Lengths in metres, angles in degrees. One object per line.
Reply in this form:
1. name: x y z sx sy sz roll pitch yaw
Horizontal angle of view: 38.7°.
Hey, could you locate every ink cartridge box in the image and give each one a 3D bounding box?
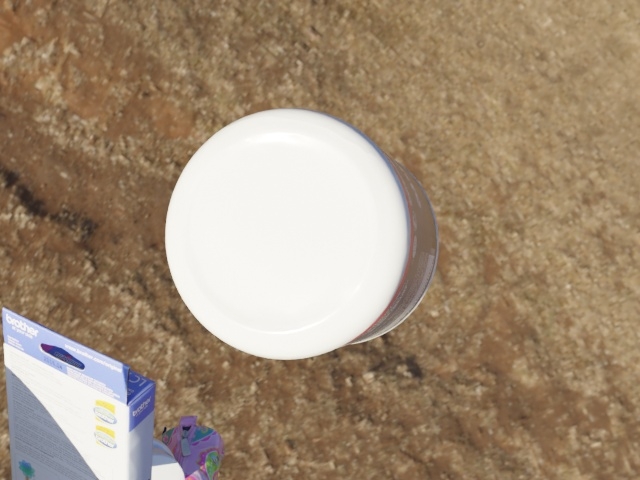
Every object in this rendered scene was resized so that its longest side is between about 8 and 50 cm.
1. ink cartridge box: -0.287 0.226 1.086 0.186 0.311 0.065 21 35 21

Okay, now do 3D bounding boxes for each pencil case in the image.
1. pencil case: -0.229 0.424 1.466 0.124 0.124 0.284 31 36 -17

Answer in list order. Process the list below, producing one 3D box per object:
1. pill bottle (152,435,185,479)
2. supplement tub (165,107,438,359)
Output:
1. pill bottle: -0.288 0.347 1.386 0.119 0.208 0.119 -2 94 -29
2. supplement tub: 0.000 0.000 0.793 0.191 0.191 0.272 61 11 9
